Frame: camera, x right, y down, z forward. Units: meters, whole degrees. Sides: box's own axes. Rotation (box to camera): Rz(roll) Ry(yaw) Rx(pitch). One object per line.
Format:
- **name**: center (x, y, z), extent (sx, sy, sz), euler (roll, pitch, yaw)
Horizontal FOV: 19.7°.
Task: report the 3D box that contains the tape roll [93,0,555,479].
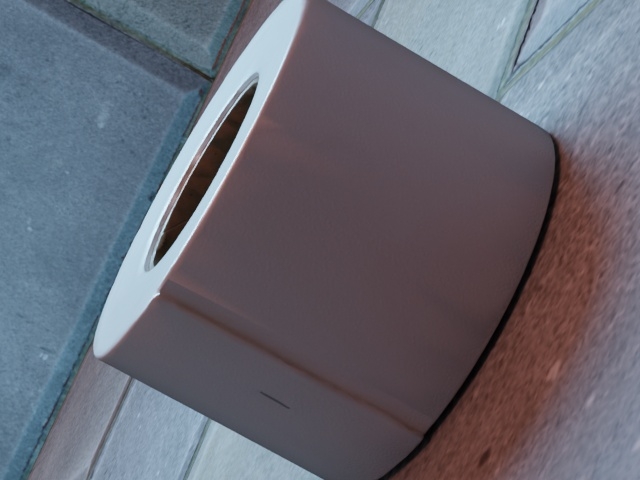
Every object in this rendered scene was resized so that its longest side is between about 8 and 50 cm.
- **tape roll**: center (0.000, 0.000, 1.064), extent (0.246, 0.169, 0.246), euler (-56, 13, 20)
